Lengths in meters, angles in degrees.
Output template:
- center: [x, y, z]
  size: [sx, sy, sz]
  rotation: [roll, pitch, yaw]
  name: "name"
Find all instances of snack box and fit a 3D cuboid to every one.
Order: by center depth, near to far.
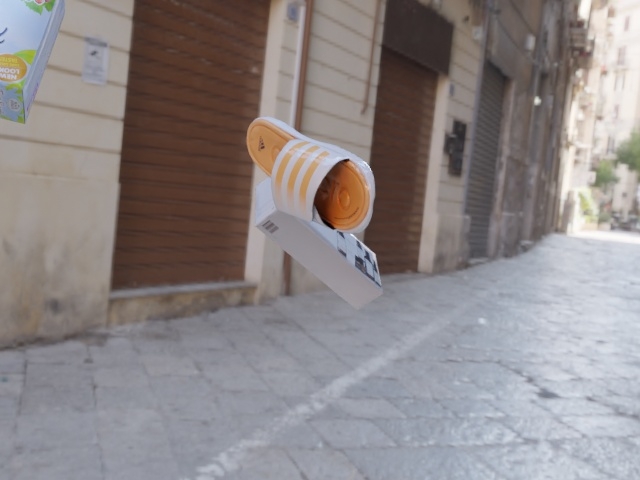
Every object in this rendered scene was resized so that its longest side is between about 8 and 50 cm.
- center: [-0.408, -0.237, 0.821]
  size: [0.207, 0.174, 0.070]
  rotation: [13, -31, -11]
  name: "snack box"

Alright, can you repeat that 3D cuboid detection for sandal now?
- center: [-0.038, -0.080, 0.920]
  size: [0.076, 0.101, 0.265]
  rotation: [-13, 32, -36]
  name: "sandal"

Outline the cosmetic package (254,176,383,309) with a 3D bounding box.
- center: [0.000, 0.000, 1.150]
  size: [0.239, 0.060, 0.098]
  rotation: [41, 24, -32]
  name: "cosmetic package"
